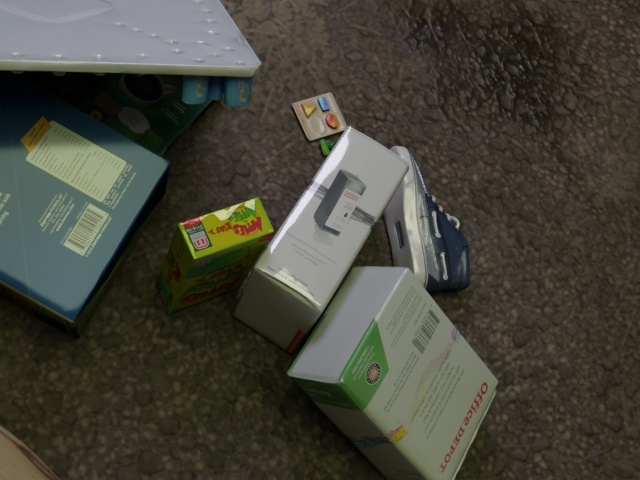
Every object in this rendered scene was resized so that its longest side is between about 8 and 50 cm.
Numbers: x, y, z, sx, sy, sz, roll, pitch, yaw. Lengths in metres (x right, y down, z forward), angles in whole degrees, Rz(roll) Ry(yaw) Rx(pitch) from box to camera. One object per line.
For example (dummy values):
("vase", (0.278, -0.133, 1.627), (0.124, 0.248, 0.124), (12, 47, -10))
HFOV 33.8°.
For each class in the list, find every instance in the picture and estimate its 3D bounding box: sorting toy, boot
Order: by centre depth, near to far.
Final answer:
("boot", (0.132, -0.025, 1.315), (0.086, 0.069, 0.189), (0, 76, -24))
("sorting toy", (0.006, -0.149, 1.352), (0.062, 0.012, 0.083), (-18, 74, -23))

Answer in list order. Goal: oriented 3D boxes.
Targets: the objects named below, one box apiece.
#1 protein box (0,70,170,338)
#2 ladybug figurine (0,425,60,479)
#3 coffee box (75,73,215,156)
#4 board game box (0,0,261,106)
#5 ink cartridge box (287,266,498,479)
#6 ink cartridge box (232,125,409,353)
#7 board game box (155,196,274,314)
("protein box", (-0.299, -0.035, 1.125), (0.201, 0.136, 0.199), (29, 74, -3))
("ladybug figurine", (-0.371, 0.318, 0.960), (0.449, 0.162, 0.305), (44, 63, 5))
("coffee box", (-0.209, -0.163, 1.277), (0.113, 0.040, 0.184), (38, 63, -1))
("board game box", (-0.296, -0.237, 1.150), (0.390, 0.050, 0.390), (-2, 29, -17))
("ink cartridge box", (0.086, 0.153, 1.154), (0.212, 0.093, 0.154), (48, 60, -29))
("ink cartridge box", (0.000, 0.000, 1.206), (0.092, 0.158, 0.217), (34, 63, 1))
("board game box", (-0.119, 0.020, 1.148), (0.092, 0.181, 0.043), (-20, 75, -23))
